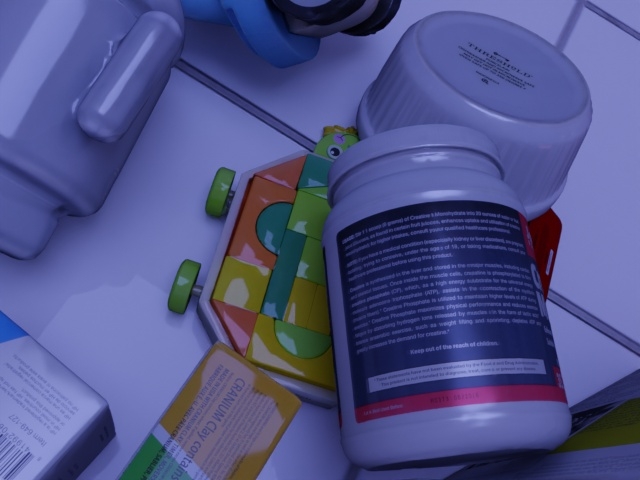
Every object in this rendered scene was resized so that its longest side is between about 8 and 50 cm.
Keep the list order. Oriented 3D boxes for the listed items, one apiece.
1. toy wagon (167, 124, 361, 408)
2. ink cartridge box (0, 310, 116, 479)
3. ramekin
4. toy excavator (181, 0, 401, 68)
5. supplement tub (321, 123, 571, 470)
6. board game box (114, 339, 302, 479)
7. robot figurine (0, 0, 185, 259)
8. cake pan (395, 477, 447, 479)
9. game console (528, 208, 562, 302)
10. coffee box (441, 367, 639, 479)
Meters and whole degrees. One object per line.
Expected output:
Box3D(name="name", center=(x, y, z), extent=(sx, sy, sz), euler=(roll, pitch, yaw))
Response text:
Box3D(name="toy wagon", center=(0.000, 0.000, 0.742), extent=(0.267, 0.068, 0.345), euler=(19, 64, -7))
Box3D(name="ink cartridge box", center=(-0.306, 0.179, 0.523), extent=(0.171, 0.168, 0.233), euler=(39, 63, 4))
Box3D(name="ramekin", center=(0.187, -0.156, 0.788), extent=(0.272, 0.127, 0.273), euler=(9, 48, -10))
Box3D(name="toy excavator", center=(-0.175, -0.389, 0.778), extent=(0.444, 0.222, 0.433), euler=(-14, 99, 19))
Box3D(name="supplement tub", center=(0.101, 0.056, 0.600), extent=(0.191, 0.191, 0.273), euler=(1, 67, -15))
Box3D(name="board game box", center=(-0.134, 0.220, 0.471), extent=(0.064, 0.316, 0.242), euler=(34, 63, 0))
Box3D(name="robot figurine", center=(-0.260, -0.163, 0.647), extent=(0.299, 0.200, 0.354), euler=(14, 73, 33))
Box3D(name="cake pan", center=(0.111, 0.315, 0.491), extent=(0.054, 0.293, 0.293), euler=(-3, 63, -55))
Box3D(name="game console", center=(0.225, 0.006, 0.833), extent=(0.124, 0.085, 0.144), euler=(40, 59, -31))
Box3D(name="coffee box", center=(0.367, 0.285, 0.569), extent=(0.334, 0.338, 0.338), euler=(-20, 74, -22))
